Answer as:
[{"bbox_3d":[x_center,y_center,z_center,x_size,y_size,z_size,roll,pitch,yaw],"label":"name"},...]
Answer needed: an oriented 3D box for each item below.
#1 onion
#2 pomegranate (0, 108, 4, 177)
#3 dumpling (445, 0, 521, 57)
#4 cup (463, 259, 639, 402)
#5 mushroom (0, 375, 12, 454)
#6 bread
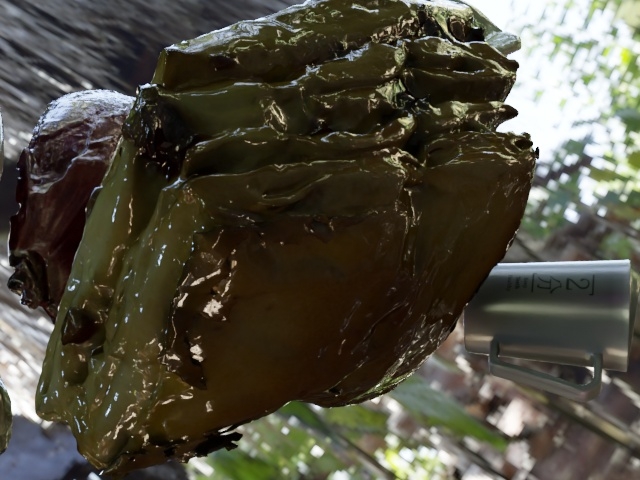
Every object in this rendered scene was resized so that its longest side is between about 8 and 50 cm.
[{"bbox_3d":[-0.148,-0.005,1.011,0.283,0.120,0.227,-62,-45,-71],"label":"onion"},{"bbox_3d":[-0.332,-0.088,0.982,0.196,0.196,0.196,-32,-42,-34],"label":"pomegranate"},{"bbox_3d":[0.098,-0.205,1.441,0.179,0.252,0.131,-16,-68,-35],"label":"dumpling"},{"bbox_3d":[0.156,0.061,0.874,0.074,0.116,0.104,76,-161,-52],"label":"cup"},{"bbox_3d":[-0.364,0.142,1.106,0.267,0.164,0.189,-49,-60,-51],"label":"mushroom"},{"bbox_3d":[0.000,0.000,0.809,0.324,0.167,0.277,-24,-36,-49],"label":"bread"}]
